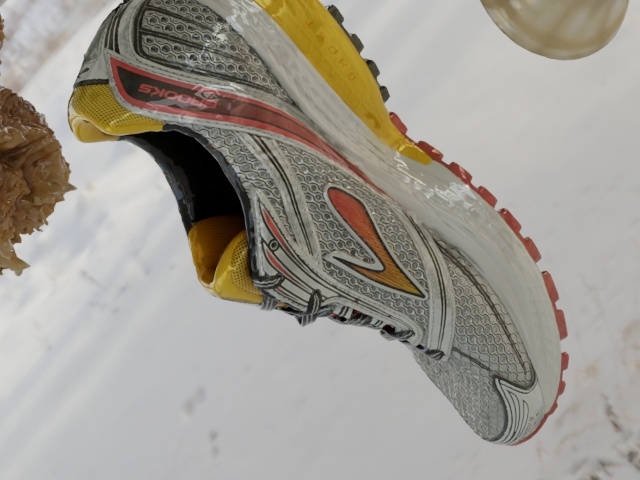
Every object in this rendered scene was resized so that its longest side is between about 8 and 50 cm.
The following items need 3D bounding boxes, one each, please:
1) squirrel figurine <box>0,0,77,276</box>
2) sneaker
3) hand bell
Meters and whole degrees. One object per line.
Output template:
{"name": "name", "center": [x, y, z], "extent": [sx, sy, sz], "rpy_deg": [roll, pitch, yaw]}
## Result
{"name": "squirrel figurine", "center": [-0.320, -0.163, 0.911], "extent": [0.370, 0.281, 0.396], "rpy_deg": [135, 129, -58]}
{"name": "sneaker", "center": [0.000, 0.000, 0.461], "extent": [0.092, 0.225, 0.088], "rpy_deg": [-51, 19, -20]}
{"name": "hand bell", "center": [0.202, -0.205, 0.761], "extent": [0.126, 0.126, 0.242], "rpy_deg": [-57, 13, -23]}
